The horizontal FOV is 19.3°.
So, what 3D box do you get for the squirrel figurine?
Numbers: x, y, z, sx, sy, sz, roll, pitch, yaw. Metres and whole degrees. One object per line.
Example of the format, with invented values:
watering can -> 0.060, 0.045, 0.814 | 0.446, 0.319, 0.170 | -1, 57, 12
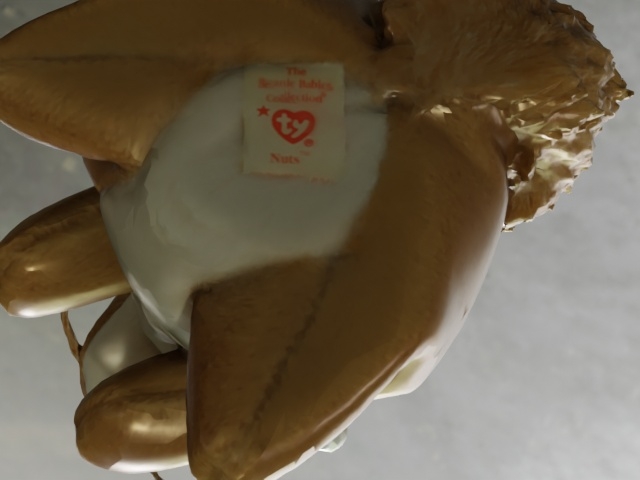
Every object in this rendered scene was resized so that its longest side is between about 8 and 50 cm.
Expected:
squirrel figurine -> 0.000, 0.000, 1.156 | 0.281, 0.397, 0.370 | 50, 161, 17
